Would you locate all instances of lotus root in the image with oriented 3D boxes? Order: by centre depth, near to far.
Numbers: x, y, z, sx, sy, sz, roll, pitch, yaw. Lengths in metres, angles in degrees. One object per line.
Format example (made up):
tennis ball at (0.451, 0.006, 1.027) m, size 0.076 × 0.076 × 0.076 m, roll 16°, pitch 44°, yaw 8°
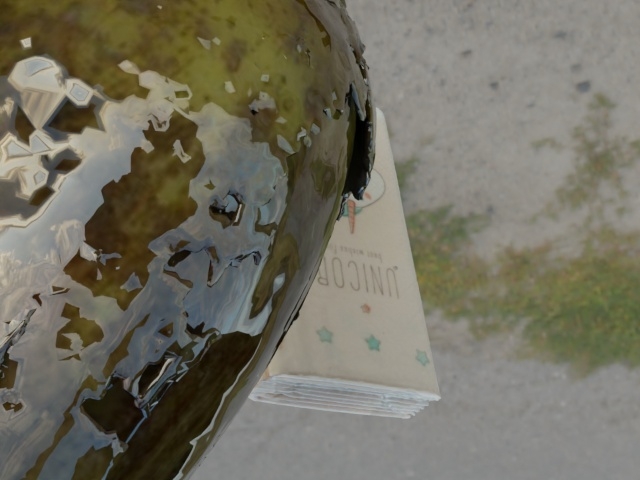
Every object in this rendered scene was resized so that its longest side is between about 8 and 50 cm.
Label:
lotus root at (-0.116, 0.027, 0.392) m, size 0.179 × 0.397 × 0.196 m, roll 36°, pitch 174°, yaw 4°

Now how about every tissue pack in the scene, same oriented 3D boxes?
tissue pack at (0.000, 0.000, 1.080) m, size 0.170 × 0.325 × 0.071 m, roll 12°, pitch 143°, yaw -29°
